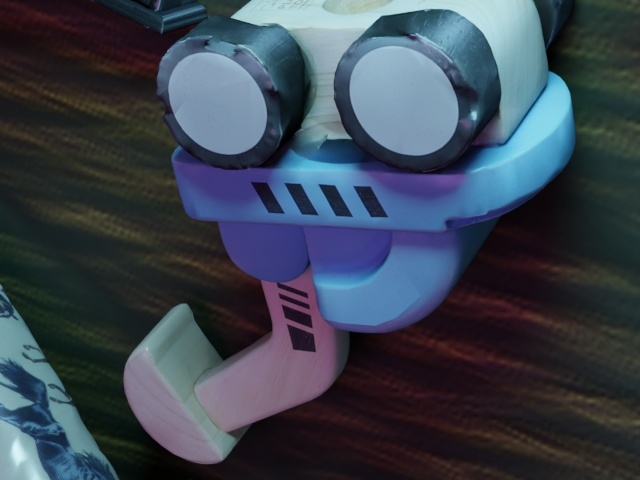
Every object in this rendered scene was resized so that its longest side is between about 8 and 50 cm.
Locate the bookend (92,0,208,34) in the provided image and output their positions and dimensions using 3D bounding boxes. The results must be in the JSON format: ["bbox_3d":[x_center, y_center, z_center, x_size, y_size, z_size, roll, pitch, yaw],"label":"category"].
[{"bbox_3d":[-0.159,-0.278,1.361,0.157,0.072,0.156,28,118,19],"label":"bookend"}]

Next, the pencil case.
[{"bbox_3d":[-0.313,0.182,1.503,0.410,0.160,0.183,54,126,22],"label":"pencil case"}]

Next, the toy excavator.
[{"bbox_3d":[0.000,0.000,1.295,0.432,0.222,0.445,2,120,27],"label":"toy excavator"}]
